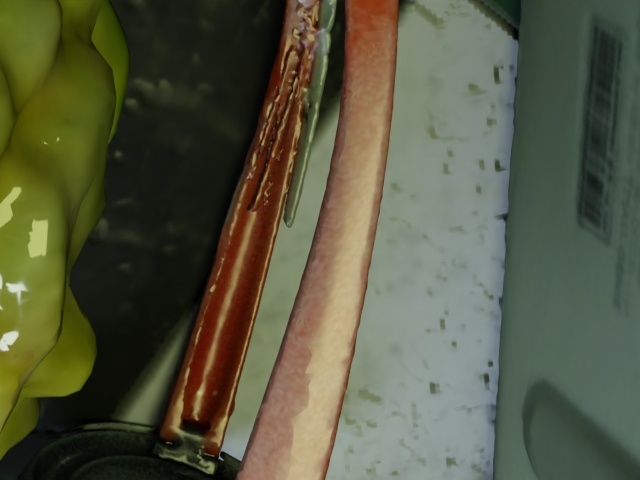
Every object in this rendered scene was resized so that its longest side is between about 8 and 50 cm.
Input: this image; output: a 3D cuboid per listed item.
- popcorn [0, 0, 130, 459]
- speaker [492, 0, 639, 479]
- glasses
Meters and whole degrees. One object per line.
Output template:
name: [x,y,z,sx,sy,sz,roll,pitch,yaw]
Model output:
popcorn: [-0.154,-0.032,0.410,0.224,0.258,0.270,34,96,-15]
speaker: [0.166,-0.035,0.599,0.183,0.184,0.406,-7,112,-23]
glasses: [0.000,0.000,0.507,0.118,0.234,0.268,17,101,-6]
